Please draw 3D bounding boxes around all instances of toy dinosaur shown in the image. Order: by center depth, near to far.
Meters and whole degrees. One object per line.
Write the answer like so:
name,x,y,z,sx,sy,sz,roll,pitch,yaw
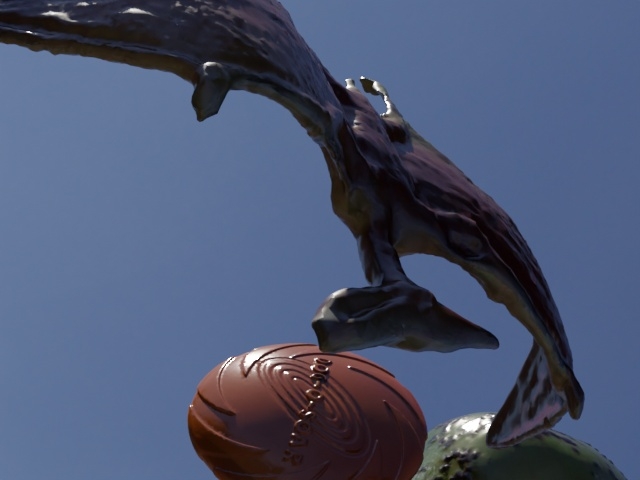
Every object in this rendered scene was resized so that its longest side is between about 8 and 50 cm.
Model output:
toy dinosaur,0.003,-0.003,0.601,0.113,0.327,0.207,-37,-118,21

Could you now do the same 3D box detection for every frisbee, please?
frisbee,-0.009,0.137,1.161,0.192,0.192,0.035,25,-50,23

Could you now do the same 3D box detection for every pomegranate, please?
pomegranate,0.194,0.295,1.323,0.285,0.285,0.340,46,-21,-6
